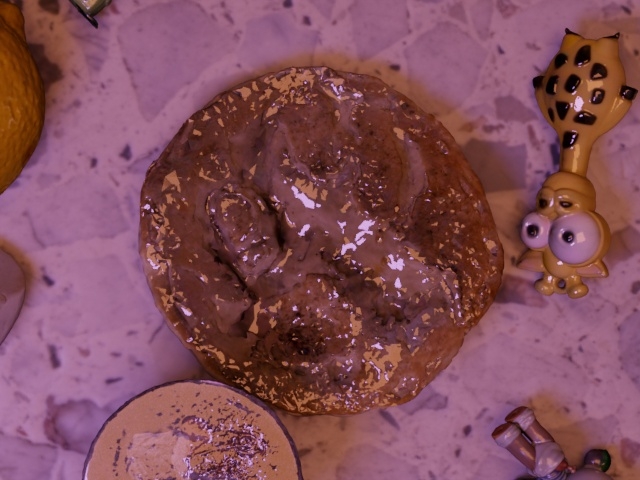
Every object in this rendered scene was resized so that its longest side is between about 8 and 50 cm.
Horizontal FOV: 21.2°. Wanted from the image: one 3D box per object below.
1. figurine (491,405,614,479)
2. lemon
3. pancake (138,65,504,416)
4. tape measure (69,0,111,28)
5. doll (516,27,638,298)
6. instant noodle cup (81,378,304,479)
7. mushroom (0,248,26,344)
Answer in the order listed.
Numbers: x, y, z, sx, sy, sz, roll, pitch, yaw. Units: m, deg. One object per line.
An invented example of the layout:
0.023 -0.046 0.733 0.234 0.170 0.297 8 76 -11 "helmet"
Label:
0.260 0.269 1.842 0.197 0.093 0.147 46 64 3 "figurine"
-0.389 -0.133 1.696 0.253 0.228 0.228 -31 94 -6 "lemon"
-0.001 0.000 1.795 0.387 0.082 0.386 0 80 -2 "pancake"
-0.227 -0.338 1.780 0.154 0.087 0.177 44 84 -4 "tape measure"
0.272 -0.083 1.842 0.117 0.086 0.291 9 92 34 "doll"
-0.133 0.240 1.736 0.217 0.207 0.217 0 90 -7 "instant noodle cup"
-0.397 0.105 1.770 0.116 0.093 0.225 34 96 6 "mushroom"
